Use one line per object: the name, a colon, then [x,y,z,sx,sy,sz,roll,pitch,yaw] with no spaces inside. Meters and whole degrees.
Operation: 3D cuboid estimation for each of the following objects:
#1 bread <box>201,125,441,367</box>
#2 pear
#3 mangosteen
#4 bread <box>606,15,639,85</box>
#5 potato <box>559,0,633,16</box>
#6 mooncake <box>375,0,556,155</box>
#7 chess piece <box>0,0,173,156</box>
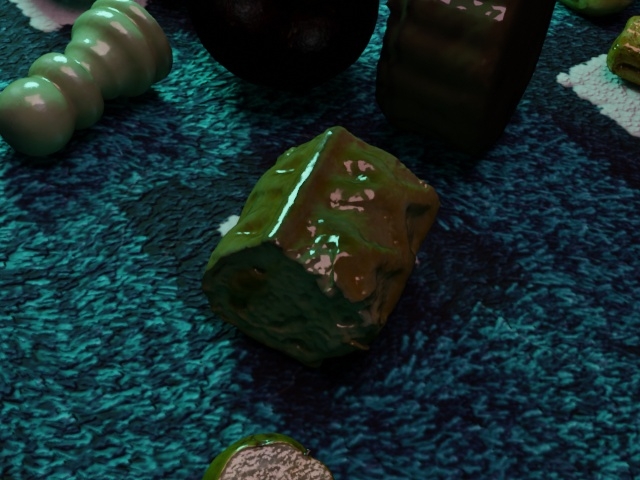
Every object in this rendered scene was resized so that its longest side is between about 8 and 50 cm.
bread: [0.006,0.003,1.138,0.196,0.238,0.252,51,51,-19]
pear: [-0.052,0.262,0.943,0.141,0.104,0.141,3,71,-8]
mangosteen: [-0.043,-0.375,1.397,0.297,0.297,0.313,40,96,25]
bread: [0.579,-0.285,1.579,0.211,0.083,0.114,27,54,14]
potato: [0.468,-0.460,1.722,0.105,0.085,0.188,-35,57,-29]
mooncake: [0.208,-0.296,1.368,0.187,0.324,0.324,22,47,16]
chess piece: [-0.334,-0.212,1.316,0.144,0.144,0.251,28,54,16]
